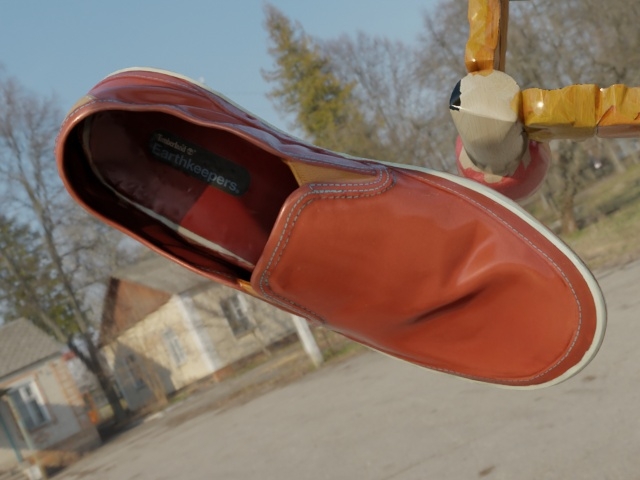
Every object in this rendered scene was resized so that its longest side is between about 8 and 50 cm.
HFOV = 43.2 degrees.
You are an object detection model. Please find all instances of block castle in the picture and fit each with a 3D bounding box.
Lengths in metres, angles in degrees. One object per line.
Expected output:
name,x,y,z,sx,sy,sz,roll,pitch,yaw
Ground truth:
block castle,0.271,-0.261,0.695,0.303,0.453,0.213,1,-12,18

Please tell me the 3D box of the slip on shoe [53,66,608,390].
slip on shoe,0.000,0.000,0.456,0.101,0.331,0.123,-55,-10,-68
